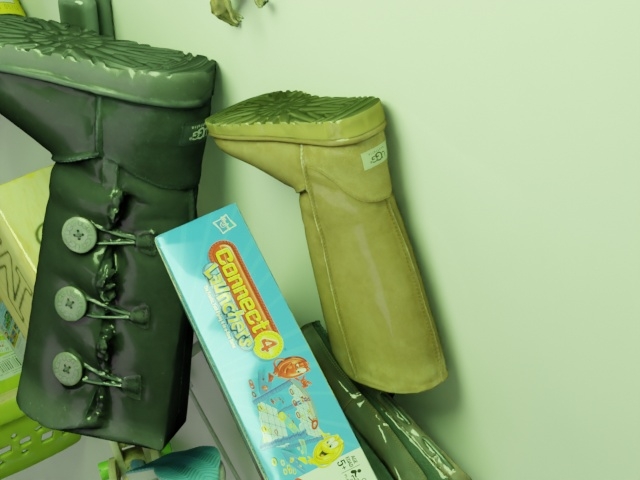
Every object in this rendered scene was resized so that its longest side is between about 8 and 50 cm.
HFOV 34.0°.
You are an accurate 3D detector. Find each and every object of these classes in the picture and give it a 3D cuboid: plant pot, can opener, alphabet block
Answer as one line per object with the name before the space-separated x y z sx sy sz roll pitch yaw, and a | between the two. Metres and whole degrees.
plant pot | -0.590 0.286 1.978 0.227 0.228 0.207 48 138 25
can opener | -0.261 -0.180 1.287 0.093 0.074 0.280 5 126 12
alphabet block | -0.334 0.020 1.419 0.197 0.192 0.193 56 147 9

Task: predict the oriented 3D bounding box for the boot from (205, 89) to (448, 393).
boot | 0.000 0.000 0.998 0.236 0.089 0.269 15 126 52

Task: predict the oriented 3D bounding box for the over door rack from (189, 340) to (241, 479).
over door rack | -0.093 0.312 1.353 0.239 0.108 0.324 19 127 49

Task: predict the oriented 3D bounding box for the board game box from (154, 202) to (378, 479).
board game box | -0.046 0.164 1.054 0.302 0.086 0.308 61 170 23

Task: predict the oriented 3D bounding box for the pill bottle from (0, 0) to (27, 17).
pill bottle | -0.538 -0.366 1.433 0.334 0.188 0.188 62 149 2

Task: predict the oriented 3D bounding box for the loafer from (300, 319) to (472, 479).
loafer | 0.059 0.176 1.062 0.267 0.084 0.096 57 177 39

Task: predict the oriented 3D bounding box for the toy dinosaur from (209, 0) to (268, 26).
toy dinosaur | -0.090 -0.268 0.964 0.092 0.053 0.183 38 141 38

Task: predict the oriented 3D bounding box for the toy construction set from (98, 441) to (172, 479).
toy construction set | -0.289 0.282 1.582 0.215 0.151 0.328 -116 27 -55

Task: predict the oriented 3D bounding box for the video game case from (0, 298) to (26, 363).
video game case | -0.523 0.105 1.866 0.206 0.026 0.227 47 130 25

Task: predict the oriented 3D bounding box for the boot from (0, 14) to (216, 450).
boot | -0.300 -0.011 1.199 0.367 0.146 0.445 17 115 24

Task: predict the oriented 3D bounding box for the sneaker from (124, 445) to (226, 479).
sneaker | -0.173 0.319 1.328 0.228 0.087 0.092 -26 85 61
